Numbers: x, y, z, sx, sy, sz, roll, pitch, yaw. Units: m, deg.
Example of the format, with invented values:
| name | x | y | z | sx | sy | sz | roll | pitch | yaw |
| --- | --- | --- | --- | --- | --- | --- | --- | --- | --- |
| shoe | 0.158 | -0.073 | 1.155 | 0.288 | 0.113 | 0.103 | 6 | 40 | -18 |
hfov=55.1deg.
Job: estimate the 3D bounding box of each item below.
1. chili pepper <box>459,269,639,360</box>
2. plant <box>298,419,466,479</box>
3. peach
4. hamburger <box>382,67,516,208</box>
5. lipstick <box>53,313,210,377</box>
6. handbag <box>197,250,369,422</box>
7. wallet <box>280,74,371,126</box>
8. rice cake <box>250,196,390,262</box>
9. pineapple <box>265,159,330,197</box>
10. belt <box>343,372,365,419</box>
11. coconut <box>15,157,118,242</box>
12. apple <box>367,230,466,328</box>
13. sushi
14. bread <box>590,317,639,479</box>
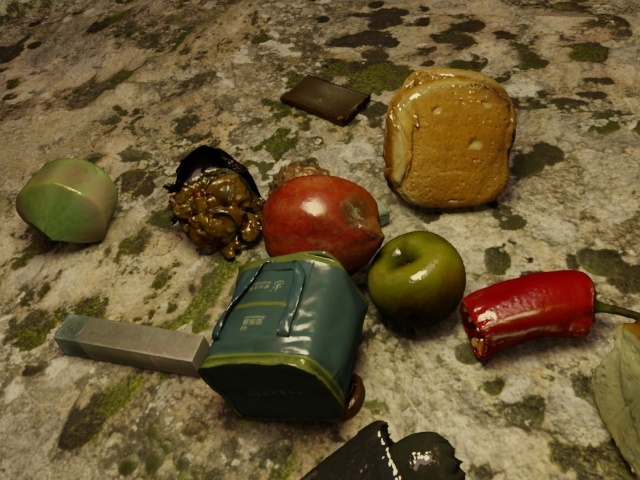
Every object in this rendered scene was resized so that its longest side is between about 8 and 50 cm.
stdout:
| name | x | y | z | sx | sy | sz | roll | pitch | yaw |
| --- | --- | --- | --- | --- | --- | --- | --- | --- | --- |
| chili pepper | 0.432 | 0.115 | 1.120 | 0.339 | 0.134 | 0.131 | -13 | 43 | 1 |
| plant | 0.094 | 0.376 | 0.939 | 0.256 | 0.141 | 0.164 | -19 | 45 | -2 |
| peach | 0.015 | -0.019 | 1.206 | 0.257 | 0.232 | 0.232 | 18 | 52 | 44 |
| hamburger | 0.282 | -0.219 | 1.358 | 0.284 | 0.304 | 0.174 | 5 | 38 | 4 |
| lipstick | -0.380 | 0.211 | 1.241 | 0.318 | 0.068 | 0.066 | 6 | 48 | 17 |
| handbag | -0.061 | 0.171 | 1.099 | 0.263 | 0.222 | 0.241 | -8 | 44 | 26 |
| wallet | 0.013 | -0.406 | 1.771 | 0.243 | 0.039 | 0.133 | 28 | 64 | 32 |
| rice cake | 0.000 | 0.000 | 1.368 | 0.336 | 0.063 | 0.066 | -26 | 52 | -14 |
| pineapple | -0.050 | -0.112 | 1.431 | 0.166 | 0.166 | 0.193 | -25 | 17 | -12 |
| belt | 0.046 | 0.282 | 1.110 | 0.059 | 0.036 | 0.083 | 13 | 50 | 31 |
| coconut | -0.607 | -0.087 | 1.482 | 0.204 | 0.236 | 0.235 | -42 | 33 | 36 |
| apple | 0.187 | 0.077 | 1.184 | 0.197 | 0.157 | 0.196 | -17 | 41 | 15 |
| sushi | -0.242 | -0.085 | 1.416 | 0.200 | 0.213 | 0.204 | -50 | 37 | 13 |
| bread | 0.590 | 0.229 | 0.918 | 0.279 | 0.224 | 0.250 | -8 | 47 | -2 |
